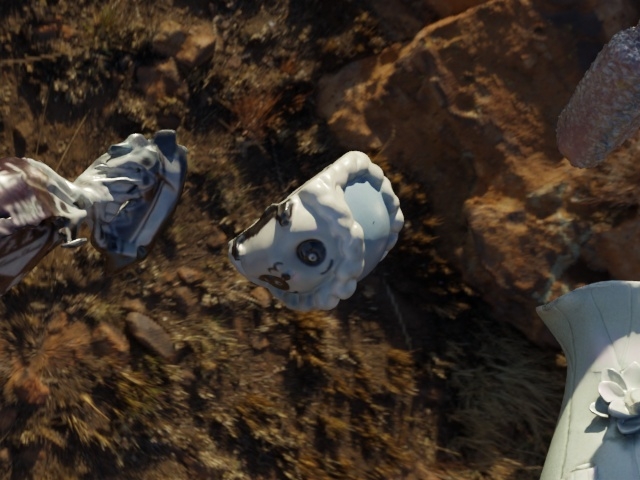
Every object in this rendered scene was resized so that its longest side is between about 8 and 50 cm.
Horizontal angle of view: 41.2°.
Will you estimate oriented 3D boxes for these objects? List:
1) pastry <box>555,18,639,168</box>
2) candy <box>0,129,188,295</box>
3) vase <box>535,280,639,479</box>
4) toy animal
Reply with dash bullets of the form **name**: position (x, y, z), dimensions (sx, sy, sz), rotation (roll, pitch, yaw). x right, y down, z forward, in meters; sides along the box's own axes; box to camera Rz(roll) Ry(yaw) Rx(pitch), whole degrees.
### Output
- **pastry**: position (0.405, -0.200, 1.156), dimensions (0.103, 0.265, 0.112), rotation (45, 43, 16)
- **candy**: position (-0.147, 0.005, 0.317), dimensions (0.226, 0.094, 0.051), rotation (-20, 68, -40)
- **vase**: position (0.349, 0.269, 0.971), dimensions (0.249, 0.250, 0.446), rotation (9, 68, -17)
- **toy animal**: position (0.000, 0.000, 1.105), dimensions (0.156, 0.208, 0.204), rotation (51, 39, -5)
